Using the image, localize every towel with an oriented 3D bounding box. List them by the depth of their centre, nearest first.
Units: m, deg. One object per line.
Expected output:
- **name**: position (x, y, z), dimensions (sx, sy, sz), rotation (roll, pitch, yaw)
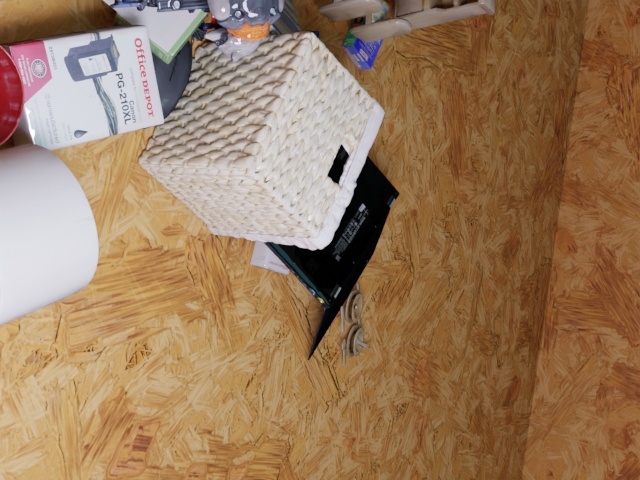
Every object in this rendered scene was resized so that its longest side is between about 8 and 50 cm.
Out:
- **towel**: position (-0.101, -0.475, 1.662), dimensions (0.209, 0.034, 0.285), rotation (39, 28, -48)

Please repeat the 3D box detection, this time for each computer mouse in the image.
- **computer mouse**: position (-0.295, -0.337, 1.528), dimensions (0.188, 0.072, 0.272), rotation (30, 73, -50)

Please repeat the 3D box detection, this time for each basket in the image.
- **basket**: position (-0.110, -0.194, 1.583), dimensions (0.266, 0.331, 0.328), rotation (42, 64, -45)

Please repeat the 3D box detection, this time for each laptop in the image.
- **laptop**: position (0.000, 0.000, 1.942), dimensions (0.408, 0.236, 0.382), rotation (48, 53, -20)

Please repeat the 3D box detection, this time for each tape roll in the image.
- **tape roll**: position (-0.474, -0.008, 1.219), dimensions (0.169, 0.246, 0.246), rotation (-27, 117, -47)

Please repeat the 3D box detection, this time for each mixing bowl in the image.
- **mixing bowl**: position (-0.544, -0.218, 1.207), dimensions (0.181, 0.098, 0.181), rotation (-12, 106, -47)

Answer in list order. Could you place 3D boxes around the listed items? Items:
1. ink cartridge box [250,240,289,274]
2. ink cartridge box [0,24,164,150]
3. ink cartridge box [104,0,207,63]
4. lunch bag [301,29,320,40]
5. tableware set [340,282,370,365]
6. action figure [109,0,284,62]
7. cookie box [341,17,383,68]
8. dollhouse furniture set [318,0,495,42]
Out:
- **ink cartridge box**: position (-0.101, 0.009, 1.851), dimensions (0.089, 0.052, 0.122), rotation (23, 78, -51)
- **ink cartridge box**: position (-0.395, -0.255, 1.357), dimensions (0.237, 0.100, 0.171), rotation (-21, 113, -35)
- **ink cartridge box**: position (-0.311, -0.453, 1.447), dimensions (0.235, 0.056, 0.171), rotation (37, 73, -12)
- **lunch bag**: position (-0.047, -0.434, 1.829), dimensions (0.098, 0.067, 0.065), rotation (-34, 122, -42)
- **tableware set**: position (0.095, 0.217, 2.100), dimensions (0.128, 0.039, 0.194), rotation (-51, 144, -52)
- **action figure**: position (-0.173, -0.451, 1.357), dimensions (0.341, 0.178, 0.330), rotation (-21, 126, -23)
- **cookie box**: position (0.107, -0.495, 2.035), dimensions (0.092, 0.040, 0.107), rotation (44, 61, -45)
- **dollhouse furniture set**: position (0.215, -0.661, 1.931), dimensions (0.394, 0.257, 0.361), rotation (17, 74, -52)
